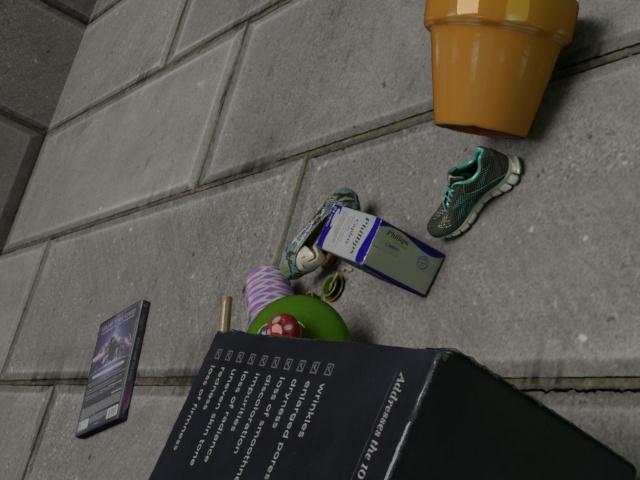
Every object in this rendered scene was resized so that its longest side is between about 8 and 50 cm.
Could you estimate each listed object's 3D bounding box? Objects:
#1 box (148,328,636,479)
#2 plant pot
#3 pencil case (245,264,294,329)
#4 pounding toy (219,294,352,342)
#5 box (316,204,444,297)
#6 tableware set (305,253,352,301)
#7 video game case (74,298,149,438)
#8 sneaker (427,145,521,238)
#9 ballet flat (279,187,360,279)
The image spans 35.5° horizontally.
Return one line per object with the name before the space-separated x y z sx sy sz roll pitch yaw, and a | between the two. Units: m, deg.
box | 0.002 0.371 1.073 0.472 0.297 0.480 -6 56 61
plant pot | 0.232 -0.240 1.362 0.205 0.205 0.188 13 94 59
pencil case | -0.077 0.116 1.627 0.086 0.088 0.206 -18 25 3
pounding toy | -0.080 0.163 1.447 0.237 0.110 0.183 1 81 29
box | 0.085 0.014 1.445 0.137 0.126 0.072 20 84 60
tableware set | 0.017 0.037 1.634 0.104 0.024 0.154 17 83 60
video game case | -0.453 0.281 2.176 0.196 0.026 0.274 -29 44 45
sneaker | 0.196 -0.071 1.386 0.166 0.076 0.065 -47 33 27
ballet flat | 0.000 0.000 1.607 0.188 0.070 0.070 -56 31 18
